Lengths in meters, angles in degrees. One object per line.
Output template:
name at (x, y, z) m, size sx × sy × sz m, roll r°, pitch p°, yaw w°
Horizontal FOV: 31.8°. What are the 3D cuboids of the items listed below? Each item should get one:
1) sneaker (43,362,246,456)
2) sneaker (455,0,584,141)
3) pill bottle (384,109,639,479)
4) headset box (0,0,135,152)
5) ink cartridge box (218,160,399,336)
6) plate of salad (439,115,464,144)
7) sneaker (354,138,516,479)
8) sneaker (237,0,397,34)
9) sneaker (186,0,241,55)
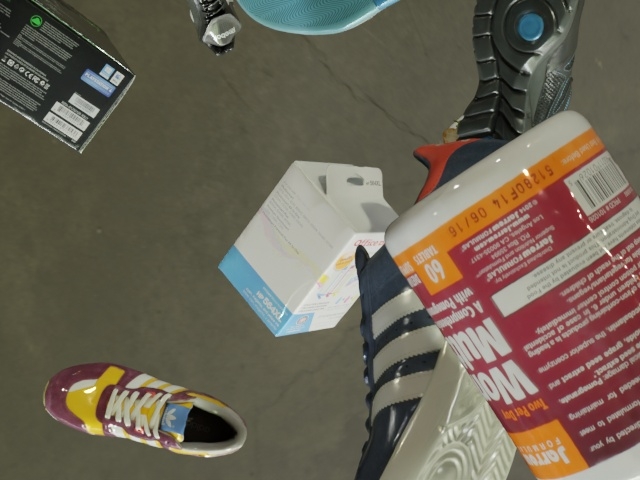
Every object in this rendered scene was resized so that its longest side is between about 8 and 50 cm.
sneaker at (-0.156, 0.153, 1.019) m, size 0.185 × 0.084 × 0.069 m, roll 14°, pitch 80°, yaw -20°
sneaker at (0.265, -0.234, 1.430) m, size 0.125 × 0.140 × 0.341 m, roll 30°, pitch 120°, yaw 29°
pill bottle at (0.138, 0.056, 0.563) m, size 0.121 × 0.121 × 0.221 m, roll -34°, pitch 87°, yaw 11°
headset box at (-0.400, -0.271, 1.493) m, size 0.246 × 0.283 × 0.131 m, roll 35°, pitch 97°, yaw -28°
ink cartridge box at (0.000, 0.000, 0.978) m, size 0.090 × 0.092 × 0.143 m, roll 50°, pitch 118°, yaw 23°
plate of salad at (0.270, -0.152, 1.660) m, size 0.200 × 0.048 × 0.200 m, roll -12°, pitch 42°, yaw 11°
sneaker at (0.074, 0.087, 0.846) m, size 0.148 × 0.131 × 0.350 m, roll 19°, pitch 83°, yaw 40°
sneaker at (0.081, -0.299, 1.120) m, size 0.319 × 0.208 × 0.127 m, roll -9°, pitch 107°, yaw 27°
sneaker at (-0.160, -0.352, 1.693) m, size 0.078 × 0.234 × 0.106 m, roll -21°, pitch 75°, yaw -5°
